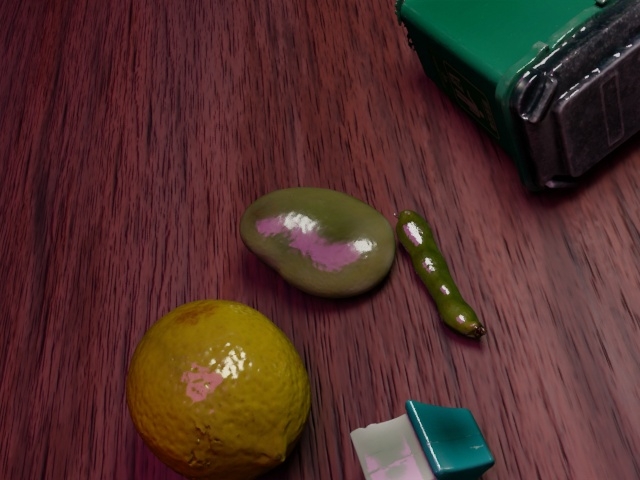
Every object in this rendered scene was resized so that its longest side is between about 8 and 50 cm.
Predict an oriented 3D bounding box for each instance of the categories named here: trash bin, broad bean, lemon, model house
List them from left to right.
[{"bbox_3d":[-0.144,0.211,0.923,0.267,0.267,0.267,-12,57,19],"label":"lemon"},{"bbox_3d":[0.000,0.000,1.078,0.263,0.121,0.189,21,66,18],"label":"broad bean"},{"bbox_3d":[0.135,0.269,0.825,0.149,0.127,0.100,-29,53,11],"label":"model house"},{"bbox_3d":[0.175,0.051,0.988,0.052,0.052,0.256,-6,50,-23],"label":"broad bean"},{"bbox_3d":[0.325,-0.300,1.004,0.295,0.259,0.381,-38,49,0],"label":"trash bin"}]
